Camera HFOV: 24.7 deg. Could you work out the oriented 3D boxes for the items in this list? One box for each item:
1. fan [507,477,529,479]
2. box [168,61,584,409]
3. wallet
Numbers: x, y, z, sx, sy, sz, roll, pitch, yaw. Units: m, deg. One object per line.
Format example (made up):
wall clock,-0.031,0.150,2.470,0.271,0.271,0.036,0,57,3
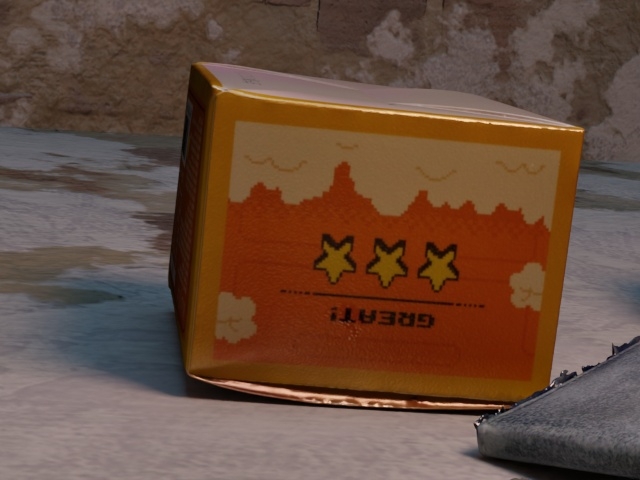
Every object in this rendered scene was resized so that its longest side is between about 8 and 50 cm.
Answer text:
fan,0.184,0.162,0.757,0.227,0.008,0.152,15,13,43
box,0.023,-0.012,1.101,0.259,0.214,0.283,7,10,-9
wallet,0.226,0.101,0.919,0.167,0.036,0.222,1,15,45
